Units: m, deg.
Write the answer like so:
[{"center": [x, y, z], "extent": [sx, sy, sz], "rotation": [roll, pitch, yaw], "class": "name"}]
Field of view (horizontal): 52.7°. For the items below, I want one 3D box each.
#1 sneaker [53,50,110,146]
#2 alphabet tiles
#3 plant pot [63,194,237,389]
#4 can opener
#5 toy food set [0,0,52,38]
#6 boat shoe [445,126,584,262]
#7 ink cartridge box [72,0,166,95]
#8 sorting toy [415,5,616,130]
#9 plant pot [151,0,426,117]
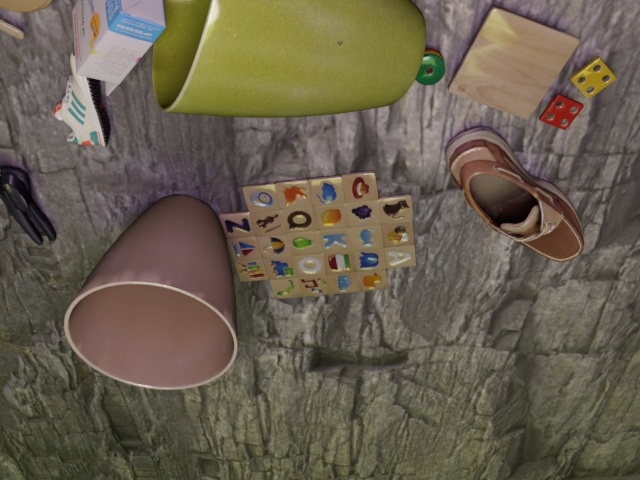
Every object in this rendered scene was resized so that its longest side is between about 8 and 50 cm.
[{"center": [-0.368, -0.208, 0.969], "extent": [0.075, 0.057, 0.161], "rotation": [-2, 136, -4], "class": "sneaker"}, {"center": [0.000, 0.000, 1.181], "extent": [0.342, 0.011, 0.285], "rotation": [-6, 132, 7], "class": "alphabet tiles"}, {"center": [-0.248, 0.059, 1.065], "extent": [0.256, 0.274, 0.257], "rotation": [1, 132, 1], "class": "plant pot"}, {"center": [-0.516, -0.055, 1.119], "extent": [0.059, 0.073, 0.186], "rotation": [-6, 142, -3], "class": "can opener"}, {"center": [-0.407, -0.354, 0.833], "extent": [0.132, 0.039, 0.192], "rotation": [29, 142, -29], "class": "toy food set"}, {"center": [0.322, -0.046, 1.053], "extent": [0.324, 0.116, 0.123], "rotation": [33, 126, -25], "class": "boat shoe"}, {"center": [-0.271, -0.277, 0.833], "extent": [0.061, 0.104, 0.181], "rotation": [5, 158, -40], "class": "ink cartridge box"}, {"center": [0.274, -0.252, 0.912], "extent": [0.274, 0.046, 0.132], "rotation": [16, 131, -11], "class": "sorting toy"}, {"center": [-0.027, -0.265, 0.793], "extent": [0.293, 0.275, 0.275], "rotation": [7, 135, -27], "class": "plant pot"}]
